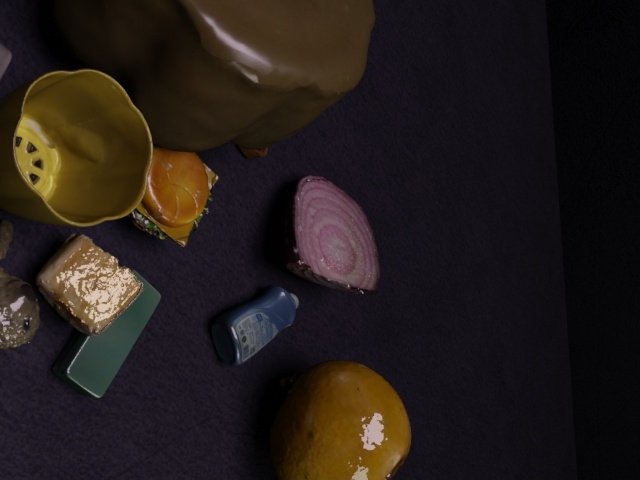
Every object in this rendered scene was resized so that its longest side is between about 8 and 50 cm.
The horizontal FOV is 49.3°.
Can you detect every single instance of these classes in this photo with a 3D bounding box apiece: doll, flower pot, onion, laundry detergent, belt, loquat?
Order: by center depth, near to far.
[{"bbox_3d":[-0.435,-0.001,0.848,0.202,0.091,0.286,21,47,-80],"label":"doll"},{"bbox_3d":[-0.344,-0.110,0.885,0.195,0.179,0.195,3,86,-53],"label":"flower pot"},{"bbox_3d":[-0.106,0.144,1.269,0.206,0.061,0.097,-30,109,-49],"label":"laundry detergent"},{"bbox_3d":[-0.128,-0.193,1.280,0.059,0.036,0.083,-50,126,-48],"label":"belt"},{"bbox_3d":[0.031,0.346,1.282,0.274,0.274,0.275,4,85,-52],"label":"loquat"},{"bbox_3d":[0.000,0.000,1.388,0.250,0.111,0.248,25,46,-37],"label":"onion"}]

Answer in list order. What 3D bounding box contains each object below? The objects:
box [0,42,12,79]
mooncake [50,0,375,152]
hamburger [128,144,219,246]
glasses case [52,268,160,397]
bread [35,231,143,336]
[{"bbox_3d":[-0.489,-0.255,0.810,0.243,0.055,0.103,40,57,-42],"label":"box"},{"bbox_3d":[-0.147,-0.362,1.032,0.466,0.262,0.468,19,60,-37],"label":"mooncake"},{"bbox_3d":[-0.248,-0.085,1.075,0.190,0.093,0.164,59,44,-31],"label":"hamburger"},{"bbox_3d":[-0.311,0.134,1.027,0.078,0.039,0.184,52,50,-37],"label":"glasses case"},{"bbox_3d":[-0.326,0.061,0.967,0.125,0.082,0.106,47,66,-14],"label":"bread"}]
